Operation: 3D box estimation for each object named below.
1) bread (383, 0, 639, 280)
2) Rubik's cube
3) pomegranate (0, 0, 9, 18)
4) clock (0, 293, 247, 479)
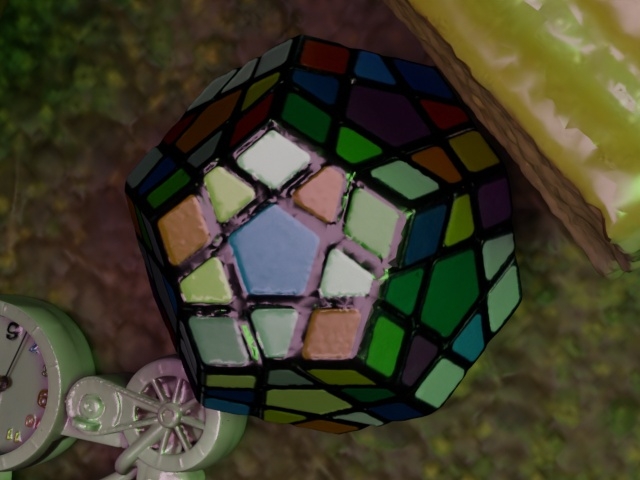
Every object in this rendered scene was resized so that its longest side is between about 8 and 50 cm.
[{"bbox_3d":[0.099,-0.155,0.477,0.239,0.111,0.246,-39,77,0],"label":"bread"},{"bbox_3d":[0.000,0.000,0.534,0.133,0.112,0.133,2,97,15],"label":"Rubik's cube"},{"bbox_3d":[-0.191,-0.119,0.536,0.209,0.209,0.209,1,94,17],"label":"pomegranate"},{"bbox_3d":[-0.090,0.068,0.603,0.129,0.041,0.087,8,92,21],"label":"clock"}]
